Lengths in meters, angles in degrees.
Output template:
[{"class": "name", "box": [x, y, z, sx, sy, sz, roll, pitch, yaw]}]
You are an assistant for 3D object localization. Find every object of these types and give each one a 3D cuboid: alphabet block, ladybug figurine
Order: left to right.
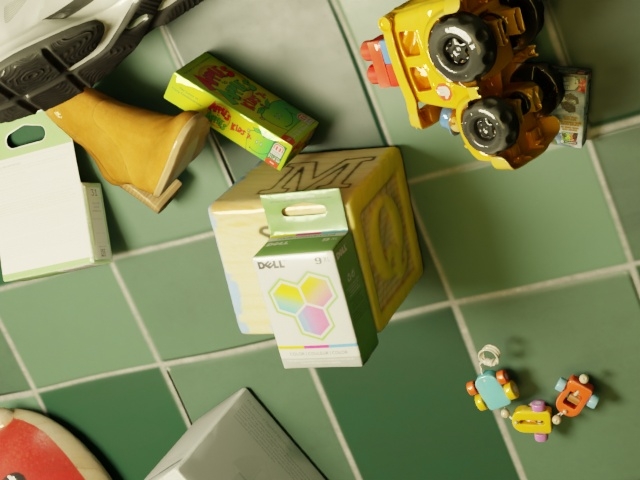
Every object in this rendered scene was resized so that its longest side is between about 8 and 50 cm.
[{"class": "ladybug figurine", "box": [-0.454, 0.481, 2.195, 0.305, 0.162, 0.449, -13, 108, 29]}, {"class": "alphabet block", "box": [0.000, 0.000, 1.741, 0.197, 0.193, 0.192, -3, 114, 25]}]

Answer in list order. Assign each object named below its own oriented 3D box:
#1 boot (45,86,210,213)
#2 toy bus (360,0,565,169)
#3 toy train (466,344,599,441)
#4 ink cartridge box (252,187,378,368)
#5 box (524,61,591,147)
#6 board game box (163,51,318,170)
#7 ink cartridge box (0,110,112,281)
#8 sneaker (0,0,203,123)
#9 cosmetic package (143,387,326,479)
[{"class": "boot", "box": [-0.266, -0.149, 1.778, 0.211, 0.104, 0.295, 40, 157, -1]}, {"class": "toy bus", "box": [0.154, -0.193, 1.585, 0.211, 0.149, 0.220, -5, 113, 40]}, {"class": "toy train", "box": [0.281, 0.196, 1.801, 0.166, 0.046, 0.125, 24, 120, 8]}, {"class": "ink cartridge box", "box": [-0.011, 0.048, 1.617, 0.109, 0.062, 0.209, -4, 112, 26]}, {"class": "box", "box": [0.256, -0.168, 1.642, 0.137, 0.027, 0.094, 10, 118, 20]}, {"class": "board game box", "box": [-0.102, -0.170, 1.762, 0.181, 0.092, 0.043, 33, 123, 6]}, {"class": "ink cartridge box", "box": [-0.401, -0.067, 1.972, 0.171, 0.056, 0.235, -11, 85, 28]}, {"class": "sneaker", "box": [-0.332, -0.342, 1.690, 0.447, 0.169, 0.257, -33, 77, 2]}, {"class": "cosmetic package", "box": [-0.125, 0.377, 1.960, 0.138, 0.224, 0.224, -37, 96, 35]}]
